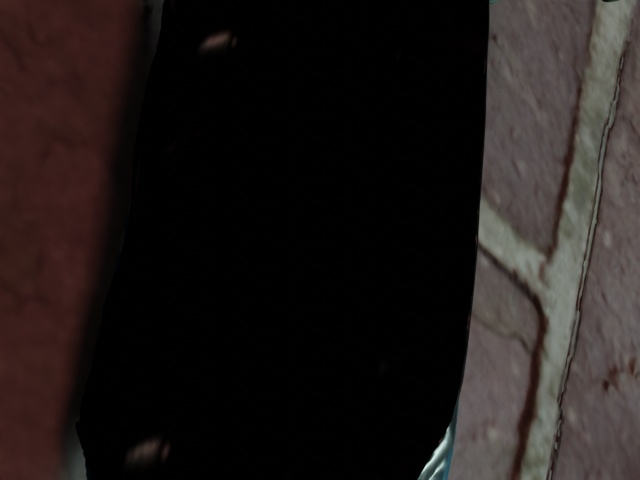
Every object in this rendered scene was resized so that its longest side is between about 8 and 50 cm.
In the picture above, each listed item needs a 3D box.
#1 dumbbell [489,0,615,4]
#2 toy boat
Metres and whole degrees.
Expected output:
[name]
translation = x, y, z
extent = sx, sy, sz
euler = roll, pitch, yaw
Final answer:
[dumbbell]
translation = 0.027, -0.271, 0.678
extent = 0.406, 0.179, 0.179
euler = 51, 43, -17
[toy boat]
translation = 0.000, 0.000, 0.587
extent = 0.092, 0.134, 0.299
euler = 65, 30, -60
